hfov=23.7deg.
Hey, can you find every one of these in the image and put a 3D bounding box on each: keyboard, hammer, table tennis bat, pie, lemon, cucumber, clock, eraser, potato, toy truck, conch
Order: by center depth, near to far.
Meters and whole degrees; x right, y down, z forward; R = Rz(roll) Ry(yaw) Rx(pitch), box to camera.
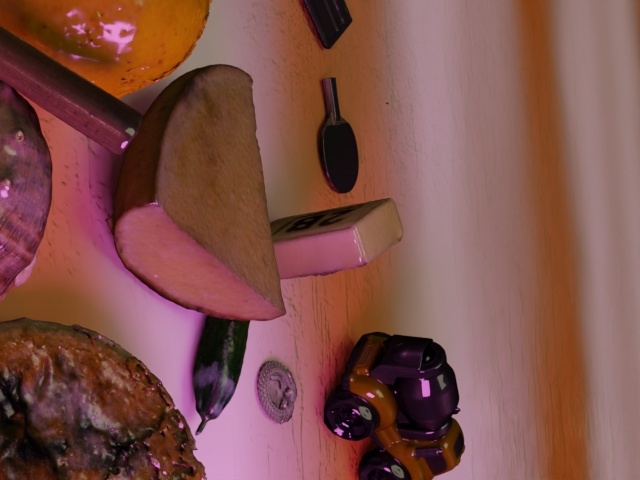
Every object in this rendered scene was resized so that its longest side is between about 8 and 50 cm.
[{"bbox_3d":[-0.337,-0.208,1.269,0.440,0.044,0.168,33,49,-19],"label":"hammer"},{"bbox_3d":[-0.308,-0.045,1.342,0.291,0.159,0.210,50,30,-47],"label":"conch"},{"bbox_3d":[-0.231,-0.274,1.436,0.258,0.258,0.310,-26,101,-58],"label":"lemon"},{"bbox_3d":[-0.230,0.218,1.440,0.371,0.078,0.296,31,43,-38],"label":"pie"},{"bbox_3d":[-0.134,-0.071,1.700,0.269,0.112,0.255,46,41,-47],"label":"potato"},{"bbox_3d":[-0.108,0.110,1.750,0.056,0.056,0.250,46,44,-45],"label":"cucumber"},{"bbox_3d":[0.000,0.000,1.843,0.117,0.172,0.058,-37,113,-55],"label":"eraser"},{"bbox_3d":[-0.054,0.184,1.871,0.083,0.010,0.074,44,48,-45],"label":"clock"},{"bbox_3d":[0.118,0.226,1.997,0.224,0.165,0.147,65,35,-28],"label":"toy truck"},{"bbox_3d":[0.000,-0.350,2.060,0.381,0.041,0.103,61,37,-22],"label":"keyboard"},{"bbox_3d":[0.023,-0.142,2.066,0.095,0.014,0.158,-17,100,-58],"label":"table tennis bat"}]
